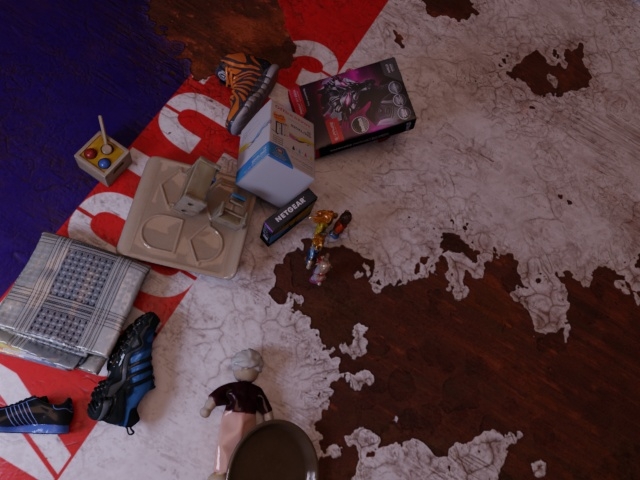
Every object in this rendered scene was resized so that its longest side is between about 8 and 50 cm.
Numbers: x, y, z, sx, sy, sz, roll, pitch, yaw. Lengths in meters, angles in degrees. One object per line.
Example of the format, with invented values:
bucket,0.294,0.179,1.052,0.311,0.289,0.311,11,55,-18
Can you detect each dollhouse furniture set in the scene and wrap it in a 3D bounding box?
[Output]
dollhouse furniture set,-0.297,-0.122,1.511,0.183,0.129,0.129,26,65,-24

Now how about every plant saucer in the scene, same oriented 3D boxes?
plant saucer,-0.122,0.597,1.348,0.277,0.041,0.278,12,70,-36

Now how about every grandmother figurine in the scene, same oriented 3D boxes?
grandmother figurine,-0.217,0.453,1.408,0.207,0.104,0.343,24,61,-33

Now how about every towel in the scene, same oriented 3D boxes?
towel,-0.652,0.156,1.391,0.312,0.056,0.324,20,65,-5

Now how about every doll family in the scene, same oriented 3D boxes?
doll family,0.000,0.000,1.577,0.118,0.163,0.263,24,67,-3

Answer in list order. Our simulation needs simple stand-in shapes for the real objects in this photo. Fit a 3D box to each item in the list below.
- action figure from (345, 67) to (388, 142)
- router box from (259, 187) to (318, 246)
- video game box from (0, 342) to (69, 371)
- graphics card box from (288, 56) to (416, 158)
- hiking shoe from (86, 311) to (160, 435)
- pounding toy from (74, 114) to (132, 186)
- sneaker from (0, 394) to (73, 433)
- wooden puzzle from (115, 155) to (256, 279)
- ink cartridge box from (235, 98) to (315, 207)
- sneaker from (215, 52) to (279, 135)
action figure,0.189,-0.490,1.838,0.139,0.091,0.280,-28,79,-13
router box,-0.097,-0.068,1.598,0.179,0.133,0.046,-40,82,-21
video game box,-0.726,0.224,1.403,0.205,0.048,0.187,17,65,-6
graphics card box,0.100,-0.425,1.735,0.370,0.094,0.233,-16,78,-1
hiking shoe,-0.487,0.337,1.400,0.132,0.113,0.304,38,56,-30
pounding toy,-0.636,-0.262,1.570,0.130,0.100,0.141,35,67,1
sneaker,-0.733,0.426,1.314,0.232,0.081,0.091,8,66,-16
wooden puzzle,-0.381,-0.063,1.570,0.347,0.080,0.322,12,68,-3
ink cartridge box,-0.131,-0.257,1.584,0.171,0.168,0.233,25,46,-32
sneaker,-0.273,-0.482,1.731,0.180,0.125,0.321,23,56,1
